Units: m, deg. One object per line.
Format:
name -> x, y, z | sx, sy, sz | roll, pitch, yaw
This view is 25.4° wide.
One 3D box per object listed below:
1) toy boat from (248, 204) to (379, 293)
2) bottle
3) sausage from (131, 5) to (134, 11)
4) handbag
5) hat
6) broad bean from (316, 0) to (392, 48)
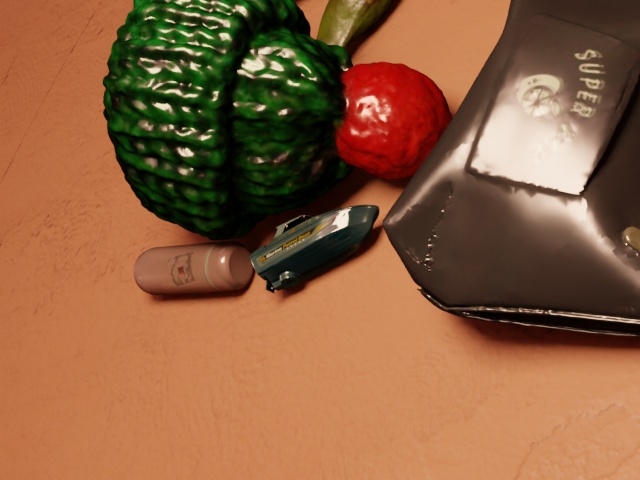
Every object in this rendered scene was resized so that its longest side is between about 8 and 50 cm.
toy boat -> 0.000, 0.000, 1.402 | 0.141, 0.055, 0.060 | -28, 52, 25
bottle -> -0.135, 0.030, 1.504 | 0.140, 0.053, 0.053 | -5, 59, 40
sausage -> -0.182, -0.299, 1.759 | 0.094, 0.094, 0.419 | -30, 43, 44
handbag -> 0.237, -0.070, 1.185 | 0.288, 0.152, 0.342 | 18, 75, 35
hat -> -0.036, -0.115, 1.407 | 0.332, 0.274, 0.242 | 15, 67, 19
broad bean -> 0.074, -0.314, 1.558 | 0.077, 0.061, 0.339 | 13, 70, 54
